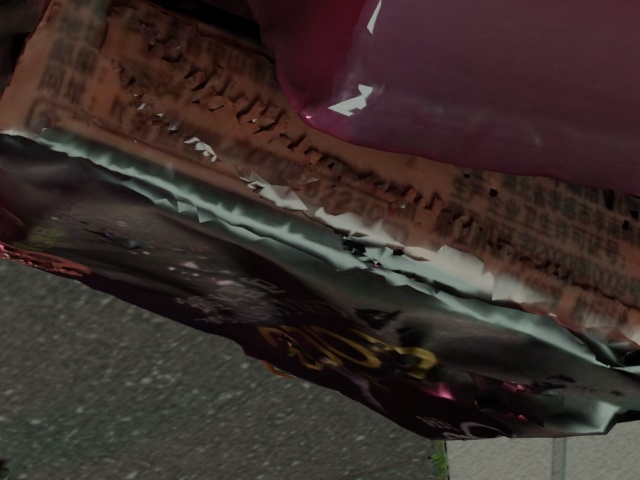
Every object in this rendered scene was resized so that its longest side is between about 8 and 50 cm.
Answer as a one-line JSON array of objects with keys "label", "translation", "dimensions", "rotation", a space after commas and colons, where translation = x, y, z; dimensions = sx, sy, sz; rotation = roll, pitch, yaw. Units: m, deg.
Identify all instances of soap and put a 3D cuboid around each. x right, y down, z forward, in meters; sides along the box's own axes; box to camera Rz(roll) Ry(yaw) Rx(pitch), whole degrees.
[{"label": "soap", "translation": [0.131, -0.130, 0.558], "dimensions": [0.359, 0.233, 0.128], "rotation": [7, 132, -33]}]

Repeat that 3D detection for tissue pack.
[{"label": "tissue pack", "translation": [0.000, 0.000, 0.589], "dimensions": [0.332, 0.123, 0.245], "rotation": [21, 170, -20]}]

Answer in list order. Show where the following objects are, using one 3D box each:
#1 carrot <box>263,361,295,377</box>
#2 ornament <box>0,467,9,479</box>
[{"label": "carrot", "translation": [-0.013, -0.013, 0.778], "dimensions": [0.070, 0.070, 0.260], "rotation": [-13, 141, -13]}, {"label": "ornament", "translation": [-0.235, 0.185, 0.934], "dimensions": [0.092, 0.041, 0.068], "rotation": [13, 126, -27]}]
